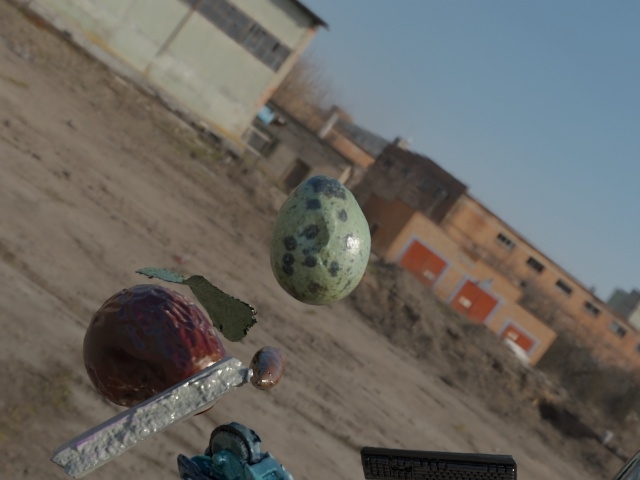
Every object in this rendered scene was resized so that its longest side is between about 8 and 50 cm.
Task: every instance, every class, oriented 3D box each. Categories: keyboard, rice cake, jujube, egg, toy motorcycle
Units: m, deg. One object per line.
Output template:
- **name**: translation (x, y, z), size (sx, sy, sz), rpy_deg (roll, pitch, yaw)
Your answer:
- **keyboard**: translation (0.175, 0.341, 1.393), size (0.230, 0.025, 0.094), rpy_deg (1, -43, 12)
- **rice cake**: translation (-0.207, 0.218, 1.173), size (0.049, 0.269, 0.055), rpy_deg (59, -24, 11)
- **jujube**: translation (-0.239, 0.169, 1.390), size (0.255, 0.190, 0.190), rpy_deg (23, -7, 40)
- **egg**: translation (0.000, 0.000, 1.310), size (0.141, 0.182, 0.141), rpy_deg (4, -1, 0)
- **toy motorcycle**: translation (-0.113, 0.416, 1.446), size (0.260, 0.206, 0.154), rpy_deg (49, 29, 19)

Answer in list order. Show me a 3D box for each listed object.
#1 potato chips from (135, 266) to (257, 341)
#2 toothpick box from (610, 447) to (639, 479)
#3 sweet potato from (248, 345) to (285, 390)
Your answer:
- **potato chips**: translation (-0.221, 0.097, 1.674), size (0.228, 0.059, 0.167), rpy_deg (37, -19, -4)
- **toothpick box**: translation (0.197, 0.216, 0.565), size (0.120, 0.184, 0.120), rpy_deg (35, -4, 3)
- **sweet potato**: translation (-0.084, 0.197, 1.501), size (0.057, 0.057, 0.264), rpy_deg (37, 5, -2)
